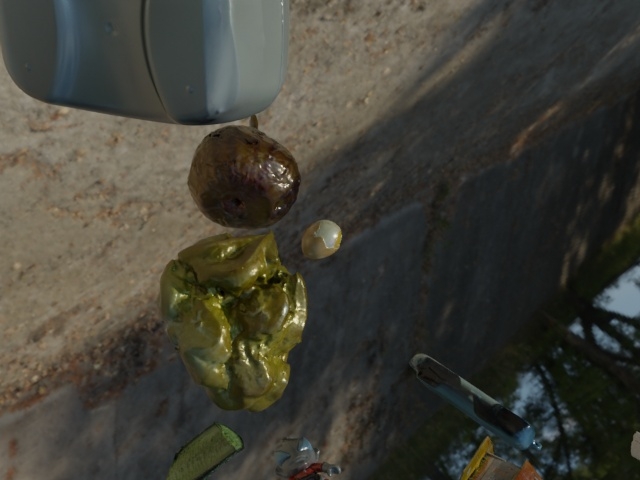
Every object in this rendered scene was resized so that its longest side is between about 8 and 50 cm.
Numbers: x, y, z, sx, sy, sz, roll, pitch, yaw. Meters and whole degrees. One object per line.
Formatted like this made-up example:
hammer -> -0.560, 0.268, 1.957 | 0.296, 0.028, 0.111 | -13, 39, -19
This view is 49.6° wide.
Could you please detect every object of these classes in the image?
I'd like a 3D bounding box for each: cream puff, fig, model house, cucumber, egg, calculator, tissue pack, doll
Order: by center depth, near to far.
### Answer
doll -> -0.023, 0.224, 0.694 | 0.057, 0.039, 0.114 | -49, -154, -4
tissue pack -> -0.200, -0.272, 0.856 | 0.236, 0.333, 0.229 | -48, 145, -59
cucumber -> -0.190, 0.344, 1.071 | 0.046, 0.070, 0.220 | 15, 132, -45
model house -> 0.308, 0.449, 1.153 | 0.219, 0.136, 0.207 | -23, 126, -53
cream puff -> -0.136, 0.138, 1.300 | 0.257, 0.324, 0.291 | -33, 158, 7
egg -> 0.000, 0.000, 1.336 | 0.083, 0.071, 0.071 | -48, 173, -33
calculator -> 0.297, 0.316, 1.346 | 0.051, 0.293, 0.173 | -54, 155, -8
fig -> -0.192, -0.218, 1.782 | 0.286, 0.368, 0.286 | 0, 143, 0

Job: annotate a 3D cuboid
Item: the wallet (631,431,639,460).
wallet -> 0.698, 0.448, 1.427 | 0.025, 0.061, 0.122 | -11, -162, -24
